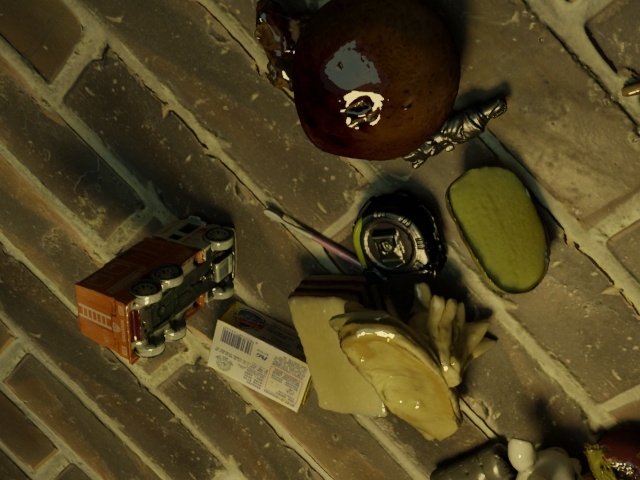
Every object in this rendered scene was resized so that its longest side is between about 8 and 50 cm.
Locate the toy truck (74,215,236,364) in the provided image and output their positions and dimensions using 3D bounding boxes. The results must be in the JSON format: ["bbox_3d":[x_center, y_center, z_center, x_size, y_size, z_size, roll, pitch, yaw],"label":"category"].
[{"bbox_3d":[-0.359,0.090,2.009,0.207,0.387,0.173,19,124,25],"label":"toy truck"}]

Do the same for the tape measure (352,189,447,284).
[{"bbox_3d":[0.151,-0.004,1.865,0.199,0.112,0.186,-9,111,29],"label":"tape measure"}]

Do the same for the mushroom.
[{"bbox_3d":[0.076,-0.309,1.676,0.334,0.356,0.331,-15,114,-8],"label":"mushroom"}]

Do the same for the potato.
[{"bbox_3d":[0.337,-0.024,1.754,0.272,0.160,0.111,58,168,-11],"label":"potato"}]

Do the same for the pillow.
[{"bbox_3d":[0.431,0.637,2.112,0.326,0.101,0.228,48,124,-8],"label":"pillow"}]

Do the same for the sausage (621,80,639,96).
[{"bbox_3d":[0.583,-0.272,1.541,0.132,0.024,0.024,-14,111,31],"label":"sausage"}]

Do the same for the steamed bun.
[{"bbox_3d":[0.224,0.236,1.904,0.247,0.189,0.428,-14,132,37],"label":"steamed bun"}]

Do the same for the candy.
[{"bbox_3d":[0.061,0.235,2.037,0.179,0.135,0.321,-4,114,29],"label":"candy"}]

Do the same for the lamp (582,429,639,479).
[{"bbox_3d":[0.644,0.481,1.886,0.157,0.135,0.156,-27,104,34],"label":"lamp"}]

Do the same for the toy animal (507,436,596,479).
[{"bbox_3d":[0.512,0.546,1.935,0.154,0.208,0.325,-39,134,26],"label":"toy animal"}]

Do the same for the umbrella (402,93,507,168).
[{"bbox_3d":[0.254,-0.214,1.720,0.235,0.059,0.066,-28,128,37],"label":"umbrella"}]

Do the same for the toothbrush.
[{"bbox_3d":[0.000,0.000,1.998,0.286,0.025,0.020,30,125,6],"label":"toothbrush"}]

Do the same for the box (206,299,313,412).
[{"bbox_3d":[-0.132,0.280,2.181,0.265,0.097,0.168,24,126,13],"label":"box"}]
